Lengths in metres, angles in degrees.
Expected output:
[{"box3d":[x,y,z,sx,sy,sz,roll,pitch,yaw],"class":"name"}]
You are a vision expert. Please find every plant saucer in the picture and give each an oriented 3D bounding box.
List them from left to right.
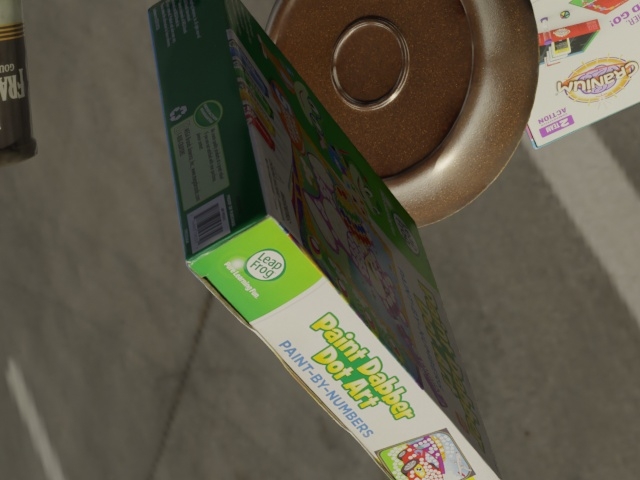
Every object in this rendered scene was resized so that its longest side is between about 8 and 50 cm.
[{"box3d":[0.057,-0.164,1.467,0.311,0.050,0.310,-2,87,35],"class":"plant saucer"}]

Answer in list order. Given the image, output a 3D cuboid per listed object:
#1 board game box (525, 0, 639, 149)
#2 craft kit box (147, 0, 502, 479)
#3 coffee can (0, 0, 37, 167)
[{"box3d":[0.278,-0.269,1.620,0.064,0.242,0.316,-106,-10,-49],"class":"board game box"},{"box3d":[0.000,0.000,0.892,0.246,0.061,0.250,53,-166,-38],"class":"craft kit box"},{"box3d":[-0.373,-0.208,1.430,0.201,0.202,0.275,19,114,60],"class":"coffee can"}]
